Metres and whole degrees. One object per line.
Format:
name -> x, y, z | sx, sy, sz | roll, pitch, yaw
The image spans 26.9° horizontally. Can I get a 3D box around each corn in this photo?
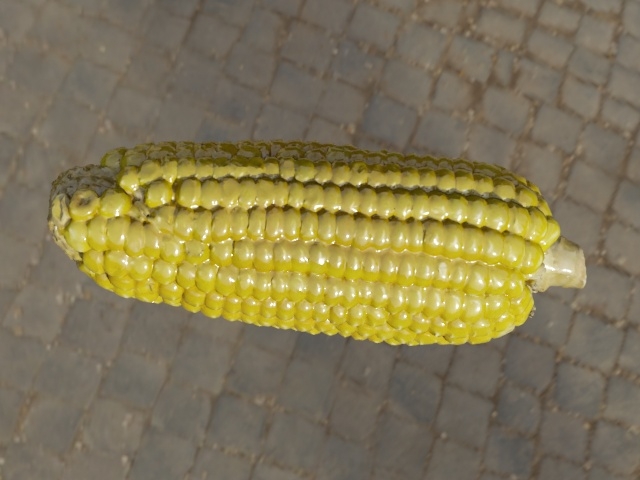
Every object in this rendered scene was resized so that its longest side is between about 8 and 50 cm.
corn -> 0.000, 0.000, 0.800 | 0.321, 0.119, 0.119 | 4, 62, -1
